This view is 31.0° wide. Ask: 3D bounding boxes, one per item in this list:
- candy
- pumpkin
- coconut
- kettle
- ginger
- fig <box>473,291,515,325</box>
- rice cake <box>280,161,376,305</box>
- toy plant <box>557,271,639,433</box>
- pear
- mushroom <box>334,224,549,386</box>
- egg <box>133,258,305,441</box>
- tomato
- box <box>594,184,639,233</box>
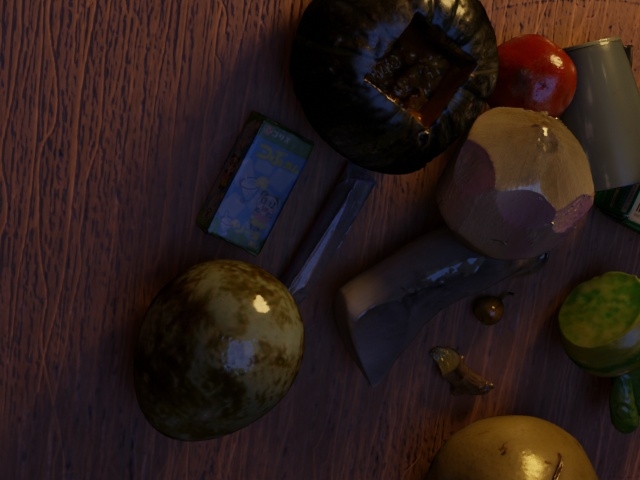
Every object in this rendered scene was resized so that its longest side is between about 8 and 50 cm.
[{"bbox_3d":[-0.098,-0.084,1.726,0.097,0.062,0.194,26,94,-28],"label":"candy"},{"bbox_3d":[0.109,-0.260,1.693,0.321,0.192,0.320,-5,105,-21],"label":"pumpkin"},{"bbox_3d":[0.302,-0.091,1.759,0.227,0.227,0.230,-1,149,-25],"label":"coconut"},{"bbox_3d":[0.429,-0.199,1.887,0.211,0.160,0.243,-13,93,8],"label":"kettle"},{"bbox_3d":[0.241,0.233,1.993,0.137,0.044,0.057,42,68,-30],"label":"ginger"},{"bbox_3d":[0.301,0.112,1.982,0.083,0.050,0.050,-34,117,-28],"label":"fig"},{"bbox_3d":[0.001,0.000,1.805,0.055,0.049,0.269,27,94,-51],"label":"rice cake"},{"bbox_3d":[0.560,0.212,2.070,0.316,0.184,0.224,47,65,-39],"label":"toy plant"},{"bbox_3d":[0.328,0.446,1.960,0.309,0.309,0.309,-7,108,-23],"label":"pear"},{"bbox_3d":[0.205,0.059,1.877,0.397,0.126,0.177,-31,127,-14],"label":"mushroom"},{"bbox_3d":[-0.155,0.164,1.680,0.238,0.238,0.289,28,113,-29],"label":"egg"},{"bbox_3d":[0.324,-0.250,1.816,0.156,0.069,0.155,3,98,18],"label":"tomato"},{"bbox_3d":[0.607,-0.124,2.019,0.180,0.103,0.250,20,96,-28],"label":"box"}]
